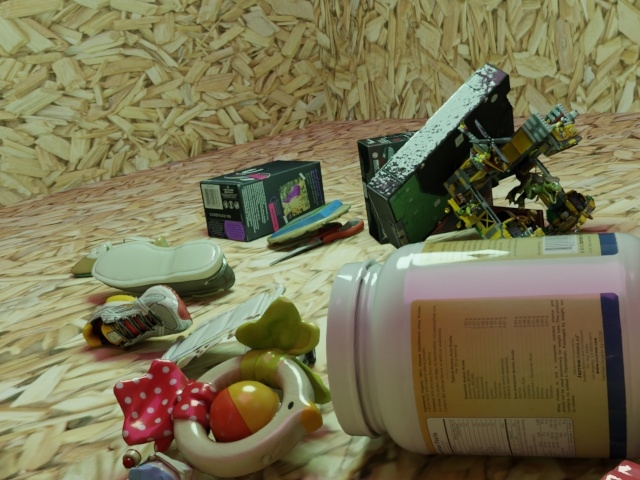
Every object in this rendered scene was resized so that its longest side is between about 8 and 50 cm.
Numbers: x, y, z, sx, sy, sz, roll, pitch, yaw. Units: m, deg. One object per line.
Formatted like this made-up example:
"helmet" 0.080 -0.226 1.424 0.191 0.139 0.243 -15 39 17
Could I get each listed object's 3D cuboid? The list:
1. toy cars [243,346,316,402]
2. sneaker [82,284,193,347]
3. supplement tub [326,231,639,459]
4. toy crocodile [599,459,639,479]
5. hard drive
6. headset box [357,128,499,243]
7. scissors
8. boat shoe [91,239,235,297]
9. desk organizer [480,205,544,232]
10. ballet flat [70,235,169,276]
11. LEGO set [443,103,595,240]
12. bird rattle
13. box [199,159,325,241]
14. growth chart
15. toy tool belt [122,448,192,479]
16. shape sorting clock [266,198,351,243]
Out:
"toy cars" 0.010 0.122 1.181 0.177 0.087 0.394 7 21 45
"sneaker" -0.296 0.137 1.305 0.225 0.088 0.093 -15 21 38
"supplement tub" 0.183 0.111 0.854 0.316 0.228 0.228 -3 16 18
"toy crocodile" 0.300 0.209 0.667 0.341 0.105 0.115 -17 17 -28
"hard drive" 0.241 -0.150 1.560 0.064 0.237 0.339 38 79 30
"headset box" 0.243 -0.131 1.748 0.293 0.218 0.110 -10 16 -8
"scissors" 0.000 0.000 1.770 0.109 0.021 0.297 0 16 27
"boat shoe" -0.308 0.063 1.567 0.305 0.091 0.109 -3 53 26
"desk organizer" 0.390 -0.039 1.659 0.050 0.047 0.130 -23 21 -38
"ballet flat" -0.447 0.029 1.799 0.232 0.073 0.080 -8 14 3
"LEGO set" 0.402 -0.118 1.495 0.331 0.254 0.192 -12 -25 -38
"bird rattle" -0.104 0.181 0.925 0.254 0.143 0.207 -20 30 -14
"box" -0.139 -0.106 2.004 0.165 0.143 0.270 8 21 45
"growth chart" -0.152 0.135 1.190 0.237 0.021 0.172 -28 11 20
"toy tool belt" -0.182 0.253 0.858 0.083 0.052 0.051 16 27 12
"shape sorting clock" -0.025 -0.038 1.823 0.206 0.040 0.206 -27 5 3
